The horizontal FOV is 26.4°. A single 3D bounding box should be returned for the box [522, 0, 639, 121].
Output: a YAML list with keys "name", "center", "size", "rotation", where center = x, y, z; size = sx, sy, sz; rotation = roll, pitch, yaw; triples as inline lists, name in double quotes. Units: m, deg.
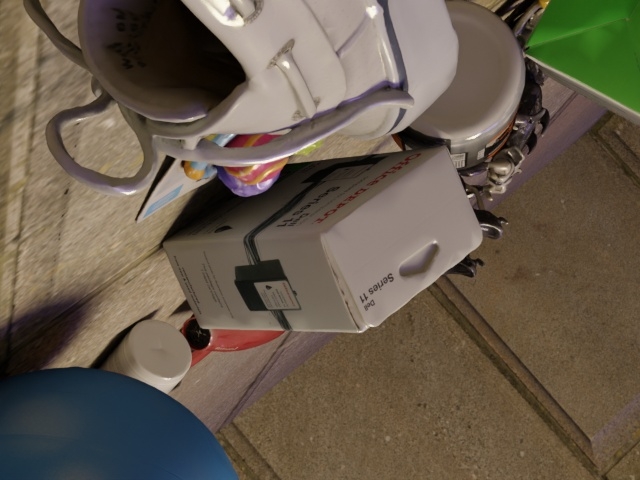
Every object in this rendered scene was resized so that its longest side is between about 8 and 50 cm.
- name: "box"
  center: [0.290, -0.233, 1.134]
  size: [0.262, 0.127, 0.231]
  rotation: [-60, 169, 8]

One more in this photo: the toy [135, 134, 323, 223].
- name: "toy"
  center: [-0.033, -0.076, 0.920]
  size: [0.137, 0.056, 0.237]
  rotation: [-35, 170, -31]

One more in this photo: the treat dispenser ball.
- name: "treat dispenser ball"
  center: [-0.196, 0.241, 1.052]
  size: [0.288, 0.288, 0.288]
  rotation: [-40, 173, -6]

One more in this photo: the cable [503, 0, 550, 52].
- name: "cable"
  center: [0.180, -0.212, 1.322]
  size: [0.287, 0.072, 0.139]
  rotation: [-28, -172, -6]

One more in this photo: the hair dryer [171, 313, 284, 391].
- name: "hair dryer"
  center: [-0.120, 0.120, 1.533]
  size: [0.223, 0.080, 0.293]
  rotation: [-38, 172, -14]

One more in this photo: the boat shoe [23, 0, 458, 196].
- name: "boat shoe"
  center: [-0.043, -0.087, 0.506]
  size: [0.156, 0.136, 0.367]
  rotation: [-41, 170, -3]

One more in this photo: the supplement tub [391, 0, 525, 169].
- name: "supplement tub"
  center: [0.107, -0.122, 1.127]
  size: [0.117, 0.117, 0.190]
  rotation: [-41, 173, 2]

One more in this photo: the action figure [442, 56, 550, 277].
- name: "action figure"
  center: [0.162, -0.106, 1.452]
  size: [0.164, 0.141, 0.275]
  rotation: [106, 7, -62]

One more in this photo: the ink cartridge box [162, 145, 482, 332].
- name: "ink cartridge box"
  center: [0.000, 0.000, 1.076]
  size: [0.153, 0.087, 0.208]
  rotation: [-35, -160, -35]

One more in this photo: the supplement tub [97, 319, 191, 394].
- name: "supplement tub"
  center: [-0.180, 0.133, 1.341]
  size: [0.071, 0.071, 0.107]
  rotation: [-33, 169, -47]
